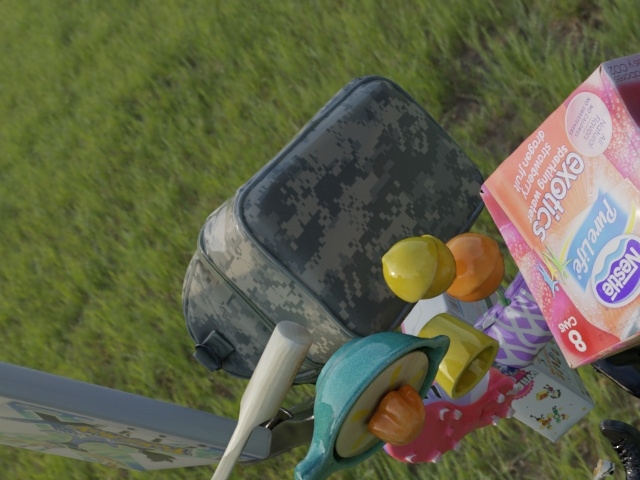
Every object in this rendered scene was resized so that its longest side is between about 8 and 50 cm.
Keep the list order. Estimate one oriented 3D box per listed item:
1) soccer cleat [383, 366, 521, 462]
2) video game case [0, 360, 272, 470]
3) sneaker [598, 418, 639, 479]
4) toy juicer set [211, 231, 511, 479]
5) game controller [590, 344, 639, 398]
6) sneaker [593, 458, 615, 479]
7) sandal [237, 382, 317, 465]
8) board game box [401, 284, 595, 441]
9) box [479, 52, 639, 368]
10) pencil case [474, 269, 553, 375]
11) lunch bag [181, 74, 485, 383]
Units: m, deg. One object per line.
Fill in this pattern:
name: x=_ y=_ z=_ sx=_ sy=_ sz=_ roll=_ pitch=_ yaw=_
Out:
soccer cleat: x=0.147 y=0.207 z=1.104 sx=0.248 sy=0.083 sz=0.095 roll=-12 pitch=25 yaw=-42
video game case: x=-0.270 y=0.204 z=0.983 sx=0.300 sy=0.328 sz=0.036 roll=-22 pitch=55 yaw=49
sneaker: x=0.520 y=0.369 z=1.463 sx=0.051 sy=0.170 sz=0.089 roll=-37 pitch=23 yaw=57
toy juicer set: x=0.053 y=0.104 z=0.720 sx=0.329 sy=0.209 sz=0.089 roll=-25 pitch=52 yaw=-37
game controller: x=0.672 y=0.255 z=1.763 sx=0.166 sy=0.319 sz=0.067 roll=52 pitch=129 yaw=42
sneaker: x=0.600 y=0.493 z=1.890 sx=0.036 sy=0.083 sz=0.032 roll=9 pitch=53 yaw=8
sandal: x=-0.038 y=0.257 z=1.415 sx=0.167 sy=0.107 sz=0.445 roll=-31 pitch=-4 yaw=-33
board game box: x=0.262 y=0.148 z=1.392 sx=0.097 sy=0.303 sz=0.224 roll=-50 pitch=20 yaw=23
box: x=0.280 y=-0.042 z=0.586 sx=0.299 sy=0.142 sz=0.154 roll=-16 pitch=-17 yaw=-26
pencil case: x=0.246 y=0.052 z=1.000 sx=0.086 sy=0.088 sz=0.206 roll=-96 pitch=28 yaw=-52
lunch bag: x=0.000 y=0.000 z=0.977 sx=0.305 sy=0.212 sz=0.256 roll=-50 pitch=9 yaw=-37
